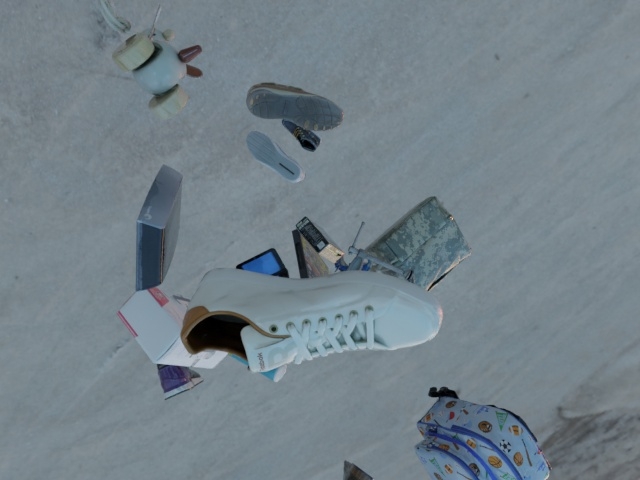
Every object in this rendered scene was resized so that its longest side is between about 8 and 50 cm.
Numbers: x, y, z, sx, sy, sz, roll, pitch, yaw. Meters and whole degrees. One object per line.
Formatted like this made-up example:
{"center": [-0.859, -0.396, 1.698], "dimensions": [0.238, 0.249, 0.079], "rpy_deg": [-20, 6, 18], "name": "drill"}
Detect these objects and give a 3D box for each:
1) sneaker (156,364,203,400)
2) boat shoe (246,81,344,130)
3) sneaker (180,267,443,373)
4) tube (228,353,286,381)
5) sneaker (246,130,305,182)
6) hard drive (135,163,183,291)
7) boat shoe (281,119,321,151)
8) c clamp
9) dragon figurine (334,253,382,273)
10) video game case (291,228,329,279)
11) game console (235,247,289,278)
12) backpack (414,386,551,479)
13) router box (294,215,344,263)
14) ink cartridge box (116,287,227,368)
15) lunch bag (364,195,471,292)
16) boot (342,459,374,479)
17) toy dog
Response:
{"center": [-0.425, 0.391, 1.550], "dimensions": [0.107, 0.124, 0.283], "rpy_deg": [-22, 172, -14], "name": "sneaker"}
{"center": [-0.078, -0.444, 1.665], "dimensions": [0.325, 0.116, 0.123], "rpy_deg": [11, 128, -21], "name": "boat shoe"}
{"center": [-0.014, 0.104, 0.571], "dimensions": [0.291, 0.123, 0.105], "rpy_deg": [1, 125, 13], "name": "sneaker"}
{"center": [-0.185, 0.301, 1.365], "dimensions": [0.080, 0.207, 0.052], "rpy_deg": [-34, 138, -46], "name": "tube"}
{"center": [-0.161, -0.290, 1.846], "dimensions": [0.094, 0.258, 0.091], "rpy_deg": [-47, 169, 8], "name": "sneaker"}
{"center": [-0.316, -0.031, 1.025], "dimensions": [0.054, 0.254, 0.171], "rpy_deg": [7, 119, -10], "name": "hard drive"}
{"center": [-0.082, -0.423, 2.041], "dimensions": [0.184, 0.083, 0.065], "rpy_deg": [31, 128, -7], "name": "boat shoe"}
{"center": [0.114, 0.062, 0.982], "dimensions": [0.161, 0.022, 0.137], "rpy_deg": [30, 94, -9], "name": "c clamp"}
{"center": [0.140, 0.142, 1.585], "dimensions": [0.085, 0.289, 0.144], "rpy_deg": [16, 128, -43], "name": "dragon figurine"}
{"center": [-0.017, 0.127, 1.851], "dimensions": [0.035, 0.248, 0.274], "rpy_deg": [-23, 137, 12], "name": "video game case"}
{"center": [-0.150, 0.099, 1.351], "dimensions": [0.122, 0.107, 0.071], "rpy_deg": [-26, 136, 11], "name": "game console"}
{"center": [0.369, 0.493, 1.187], "dimensions": [0.213, 0.276, 0.263], "rpy_deg": [-43, -170, -35], "name": "backpack"}
{"center": [0.000, 0.000, 1.223], "dimensions": [0.038, 0.092, 0.122], "rpy_deg": [-44, 156, 5], "name": "router box"}
{"center": [-0.309, 0.194, 1.135], "dimensions": [0.092, 0.159, 0.218], "rpy_deg": [-48, 154, 0], "name": "ink cartridge box"}
{"center": [0.337, 0.040, 1.761], "dimensions": [0.305, 0.256, 0.212], "rpy_deg": [-39, 178, -14], "name": "lunch bag"}
{"center": [0.068, 0.612, 1.279], "dimensions": [0.106, 0.082, 0.219], "rpy_deg": [-53, 167, -19], "name": "boot"}
{"center": [-0.334, -0.412, 1.117], "dimensions": [0.161, 0.333, 0.220], "rpy_deg": [-28, 149, 5], "name": "toy dog"}
